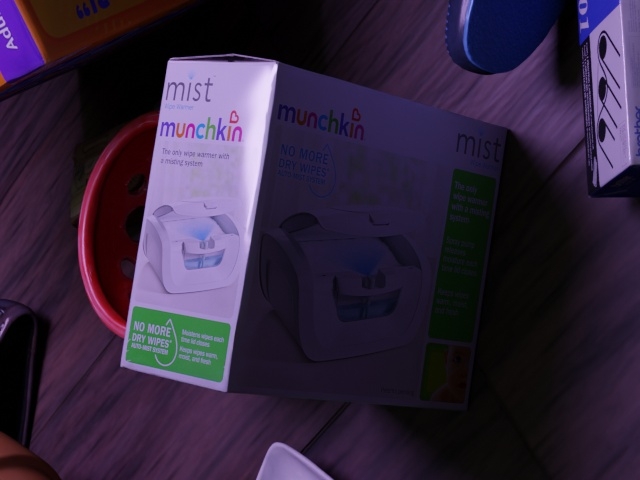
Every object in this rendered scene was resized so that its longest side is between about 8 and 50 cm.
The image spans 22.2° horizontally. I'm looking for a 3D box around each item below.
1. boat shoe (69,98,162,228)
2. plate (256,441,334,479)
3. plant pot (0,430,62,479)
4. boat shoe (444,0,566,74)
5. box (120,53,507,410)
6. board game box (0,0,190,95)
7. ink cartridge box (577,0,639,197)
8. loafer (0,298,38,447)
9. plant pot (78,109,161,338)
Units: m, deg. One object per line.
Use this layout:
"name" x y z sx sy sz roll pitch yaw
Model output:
"boat shoe" -0.143 -0.095 1.487 0.285 0.105 0.089 -27 68 40
"plate" 0.015 0.341 1.297 0.277 0.045 0.278 28 102 43
"plant pot" -0.287 0.337 1.455 0.203 0.291 0.290 23 100 27
"boat shoe" 0.150 -0.245 1.246 0.089 0.109 0.258 8 72 52
"box" 0.000 0.000 1.220 0.127 0.262 0.231 8 88 44
"board game box" -0.301 -0.310 1.415 0.356 0.356 0.356 -19 100 41
"ink cartridge box" 0.217 -0.141 1.149 0.097 0.046 0.207 124 145 -76
"loafer" -0.342 0.204 1.635 0.095 0.109 0.302 -5 77 40
"plant pot" -0.082 -0.002 1.361 0.191 0.174 0.191 -10 76 43
